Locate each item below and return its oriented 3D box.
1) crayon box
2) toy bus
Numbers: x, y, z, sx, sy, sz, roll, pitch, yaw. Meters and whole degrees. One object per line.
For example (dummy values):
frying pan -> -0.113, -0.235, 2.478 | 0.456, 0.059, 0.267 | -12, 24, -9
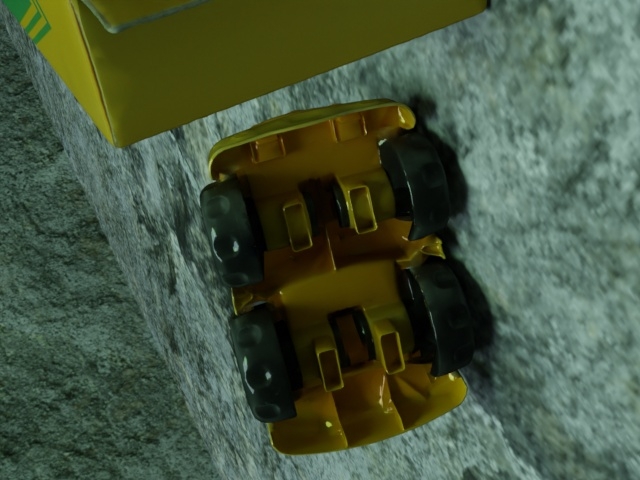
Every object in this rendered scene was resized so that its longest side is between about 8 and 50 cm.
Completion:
crayon box -> -0.060, -0.160, 0.501 | 0.323, 0.203, 0.083 | 46, 153, 47
toy bus -> 0.000, 0.000, 0.663 | 0.211, 0.149, 0.220 | -115, 12, -66
